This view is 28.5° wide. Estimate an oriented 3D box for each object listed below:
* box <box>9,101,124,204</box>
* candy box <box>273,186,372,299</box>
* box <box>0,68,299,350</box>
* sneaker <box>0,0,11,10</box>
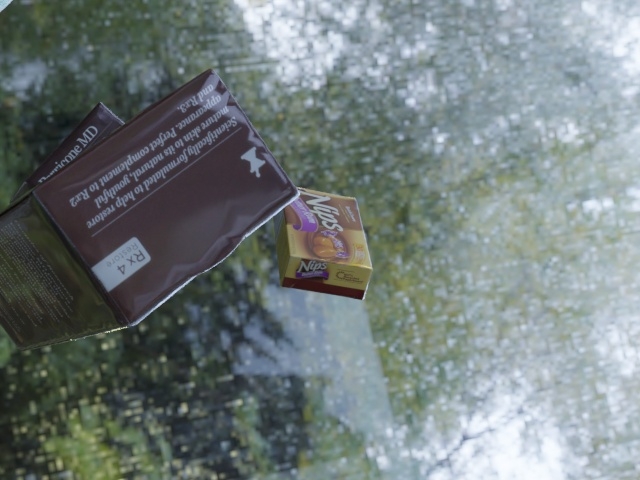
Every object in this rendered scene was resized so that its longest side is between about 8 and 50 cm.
[{"bbox_3d":[-0.315,-0.059,1.842,0.203,0.168,0.167,42,-21,-10],"label":"box"},{"bbox_3d":[0.000,0.000,1.630,0.186,0.109,0.053,-98,-159,-58],"label":"candy box"},{"bbox_3d":[-0.198,-0.012,1.153,0.143,0.191,0.381,56,-27,-10],"label":"box"},{"bbox_3d":[-0.345,-0.256,1.179,0.151,0.256,0.094,-21,-81,44],"label":"sneaker"}]
